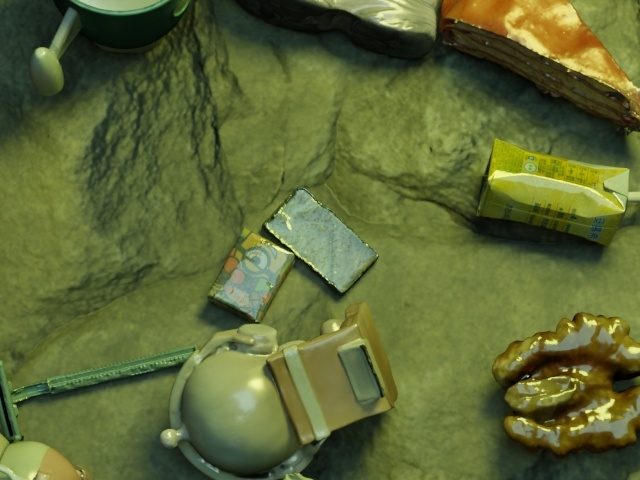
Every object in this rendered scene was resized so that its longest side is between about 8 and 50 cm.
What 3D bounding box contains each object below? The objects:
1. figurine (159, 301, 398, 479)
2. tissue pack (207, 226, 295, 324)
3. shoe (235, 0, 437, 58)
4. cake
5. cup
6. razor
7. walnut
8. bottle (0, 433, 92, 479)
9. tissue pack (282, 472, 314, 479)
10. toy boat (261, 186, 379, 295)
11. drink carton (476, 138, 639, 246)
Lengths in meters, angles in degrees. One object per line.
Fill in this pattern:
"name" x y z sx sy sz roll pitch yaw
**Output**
"figurine" -0.044 0.152 1.599 0.236 0.141 0.163 -24 99 2
"tissue pack" -0.072 0.038 1.673 0.063 0.035 0.083 28 77 5
"shoe" 0.017 -0.291 1.743 0.245 0.095 0.138 16 71 -1
"cake" 0.236 -0.202 1.721 0.135 0.098 0.287 -39 73 -18
"cup" -0.205 -0.273 1.683 0.167 0.173 0.300 32 75 7
"razor" -0.225 0.138 1.645 0.211 0.036 0.084 -13 99 -12
"walnut" 0.259 0.148 1.638 0.170 0.069 0.143 -7 76 -3
"bottle" -0.338 0.234 1.555 0.236 0.147 0.148 17 74 -2
"tissue pack" 0.018 0.447 1.466 0.297 0.207 0.380 23 74 11
"toy boat" 0.000 0.000 1.696 0.115 0.016 0.063 42 77 8
"drink carton" 0.267 -0.043 1.686 0.200 0.084 0.075 13 51 2
